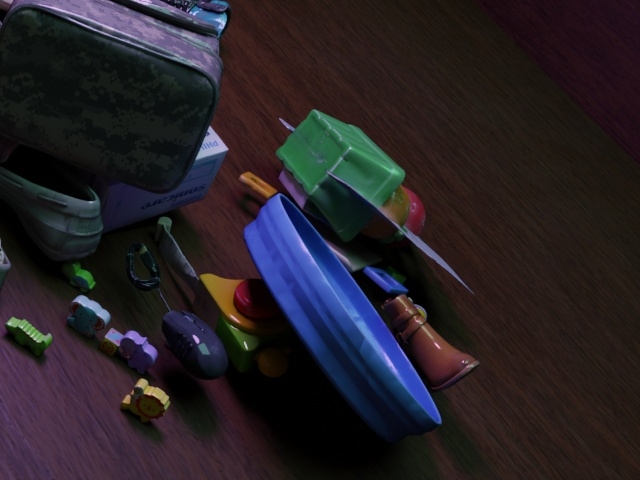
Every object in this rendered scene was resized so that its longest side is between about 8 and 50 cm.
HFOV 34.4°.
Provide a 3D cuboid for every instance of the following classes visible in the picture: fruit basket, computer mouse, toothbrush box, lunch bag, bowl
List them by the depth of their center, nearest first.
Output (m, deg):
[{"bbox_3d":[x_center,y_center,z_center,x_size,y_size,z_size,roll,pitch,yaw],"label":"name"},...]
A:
[{"bbox_3d":[-0.190,0.084,1.359,0.071,0.041,0.242,-6,49,-45],"label":"computer mouse"},{"bbox_3d":[-0.289,-0.241,1.396,0.305,0.213,0.256,19,29,-15],"label":"lunch bag"},{"bbox_3d":[0.027,0.114,1.448,0.391,0.077,0.391,54,5,-6],"label":"bowl"},{"bbox_3d":[-0.317,-0.175,1.547,0.216,0.126,0.295,-21,66,-39],"label":"toothbrush box"},{"bbox_3d":[0.089,-0.057,1.818,0.353,0.165,0.327,44,5,-35],"label":"fruit basket"}]

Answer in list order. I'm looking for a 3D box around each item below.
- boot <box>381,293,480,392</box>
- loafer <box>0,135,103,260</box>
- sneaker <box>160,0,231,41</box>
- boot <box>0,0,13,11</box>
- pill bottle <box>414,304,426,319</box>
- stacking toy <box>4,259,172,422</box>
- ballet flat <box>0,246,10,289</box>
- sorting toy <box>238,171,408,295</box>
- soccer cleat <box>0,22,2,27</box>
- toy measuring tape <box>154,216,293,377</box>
[{"bbox_3d":[0.159,0.151,1.590,0.073,0.197,0.152,-29,91,-20],"label":"boot"},{"bbox_3d":[-0.404,-0.103,1.409,0.319,0.111,0.112,39,33,21],"label":"loafer"},{"bbox_3d":[-0.278,-0.435,2.021,0.178,0.124,0.295,37,27,20],"label":"sneaker"},{"bbox_3d":[-0.534,-0.475,1.831,0.203,0.095,0.262,20,38,-24],"label":"boot"},{"bbox_3d":[0.150,0.144,1.730,0.043,0.043,0.083,36,31,-1],"label":"pill bottle"},{"bbox_3d":[-0.267,0.118,1.324,0.221,0.052,0.167,33,30,-5],"label":"stacking toy"},{"bbox_3d":[-0.446,-0.024,1.318,0.072,0.068,0.213,1,45,-46],"label":"ballet flat"},{"bbox_3d":[0.000,0.000,1.743,0.347,0.047,0.196,37,13,14],"label":"sorting toy"},{"bbox_3d":[-0.509,-0.311,1.600,0.072,0.060,0.179,-97,168,-66],"label":"soccer cleat"},{"bbox_3d":[-0.125,0.073,1.484,0.121,0.121,0.330,5,34,-42],"label":"toy measuring tape"}]
